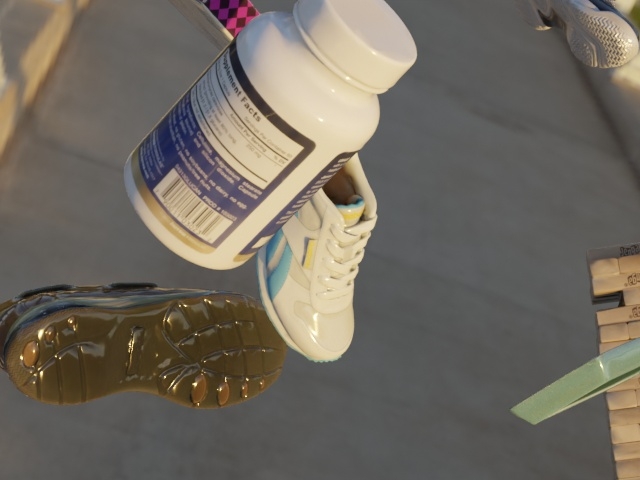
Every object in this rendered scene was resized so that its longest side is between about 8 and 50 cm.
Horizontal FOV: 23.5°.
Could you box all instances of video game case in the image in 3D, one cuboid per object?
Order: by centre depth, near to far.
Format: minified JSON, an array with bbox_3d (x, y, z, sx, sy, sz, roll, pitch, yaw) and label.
[{"bbox_3d":[-0.116,-0.236,1.463,0.210,0.042,0.232,42,-1,30],"label":"video game case"}]

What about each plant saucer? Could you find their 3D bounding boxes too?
[{"bbox_3d":[0.181,0.077,0.936,0.192,0.067,0.018,-8,65,-59],"label":"plant saucer"}]

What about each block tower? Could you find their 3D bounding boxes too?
[{"bbox_3d":[0.332,0.169,1.554,0.097,0.335,0.091,-8,-12,8],"label":"block tower"}]

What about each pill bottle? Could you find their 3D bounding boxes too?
[{"bbox_3d":[-0.027,-0.068,0.867,0.094,0.169,0.094,33,31,-23],"label":"pill bottle"}]

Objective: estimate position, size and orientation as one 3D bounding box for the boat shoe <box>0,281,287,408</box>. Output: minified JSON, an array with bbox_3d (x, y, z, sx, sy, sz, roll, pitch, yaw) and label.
[{"bbox_3d":[-0.179,0.089,1.509,0.324,0.122,0.120,7,11,-41],"label":"boat shoe"}]

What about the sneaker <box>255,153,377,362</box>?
[{"bbox_3d":[0.000,0.000,1.372,0.092,0.228,0.087,4,15,44],"label":"sneaker"}]

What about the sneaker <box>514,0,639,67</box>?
[{"bbox_3d":[0.358,-0.315,1.951,0.153,0.101,0.268,-31,33,-8],"label":"sneaker"}]
